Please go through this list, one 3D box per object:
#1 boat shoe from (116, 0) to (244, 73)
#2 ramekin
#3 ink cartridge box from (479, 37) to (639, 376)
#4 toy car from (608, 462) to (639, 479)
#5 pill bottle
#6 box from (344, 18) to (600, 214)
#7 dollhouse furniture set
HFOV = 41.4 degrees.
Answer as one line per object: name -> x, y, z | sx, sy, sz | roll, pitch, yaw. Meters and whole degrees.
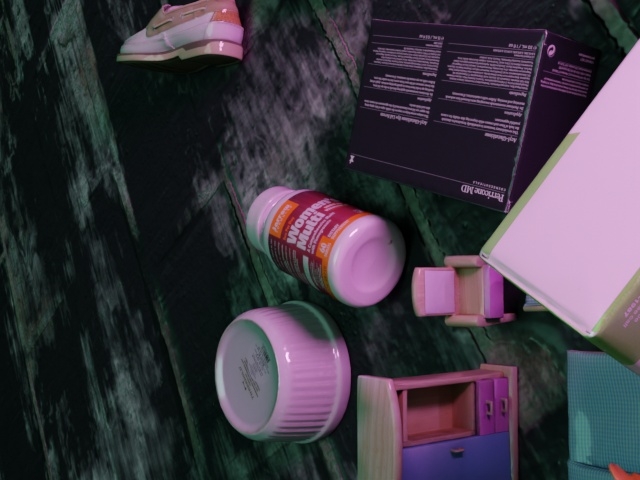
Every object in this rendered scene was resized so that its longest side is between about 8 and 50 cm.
boat shoe -> -0.240, -0.351, 1.461 | 0.302, 0.113, 0.103 | 4, 91, 41
ramekin -> -0.063, 0.189, 1.207 | 0.207, 0.109, 0.207 | -4, 85, 52
ink cartridge box -> 0.275, 0.007, 0.624 | 0.198, 0.273, 0.115 | -54, 43, 5
toy car -> 0.314, 0.230, 0.594 | 0.238, 0.210, 0.219 | 23, 101, 14
pill bottle -> 0.000, 0.000, 1.126 | 0.221, 0.121, 0.121 | 24, 107, 49
box -> 0.158, -0.142, 0.950 | 0.261, 0.103, 0.184 | 22, 103, 49
dollhouse furniture set -> 0.208, 0.153, 0.798 | 0.303, 0.198, 0.286 | -4, 86, 51
